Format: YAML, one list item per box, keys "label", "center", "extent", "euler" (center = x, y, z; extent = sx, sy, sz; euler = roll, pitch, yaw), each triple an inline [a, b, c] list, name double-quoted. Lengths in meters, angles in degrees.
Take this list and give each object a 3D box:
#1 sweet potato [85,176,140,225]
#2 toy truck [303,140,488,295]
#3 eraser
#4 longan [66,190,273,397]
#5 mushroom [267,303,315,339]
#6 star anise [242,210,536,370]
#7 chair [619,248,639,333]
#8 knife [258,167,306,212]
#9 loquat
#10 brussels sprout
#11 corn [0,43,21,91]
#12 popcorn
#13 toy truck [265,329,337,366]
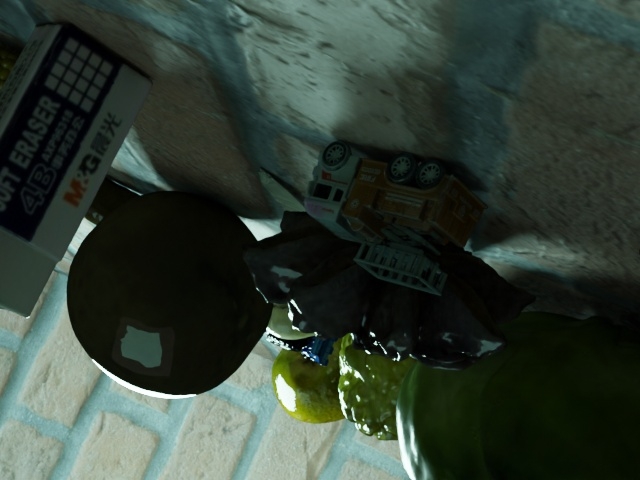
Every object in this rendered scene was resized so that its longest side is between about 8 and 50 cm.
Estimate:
- label: "sweet potato"
  center: [-0.314, -0.055, 1.969]
  extent: [0.285, 0.085, 0.112]
  euler: [35, 134, -5]
- label: "toy truck"
  center: [0.062, -0.025, 1.228]
  extent: [0.177, 0.115, 0.080]
  euler: [16, 167, 40]
- label: "eraser"
  center: [-0.299, -0.073, 1.284]
  extent: [0.130, 0.287, 0.086]
  euler: [32, 168, -36]
- label: "longan"
  center: [-0.218, 0.075, 1.797]
  extent: [0.318, 0.319, 0.319]
  euler: [22, 169, 5]
- label: "mushroom"
  center: [-0.045, 0.098, 2.035]
  extent: [0.154, 0.123, 0.154]
  euler: [-8, -169, 2]
- label: "star anise"
  center: [0.070, 0.053, 1.348]
  extent: [0.331, 0.118, 0.332]
  euler: [14, -166, -4]
- label: "chair"
  center: [0.391, 0.085, 1.165]
  extent: [0.212, 0.084, 0.101]
  euler: [30, 164, -32]
- label: "knife"
  center: [0.001, -0.002, 1.588]
  extent: [0.047, 0.017, 0.298]
  euler: [10, 149, 46]
- label: "loquat"
  center: [0.012, 0.271, 2.478]
  extent: [0.213, 0.213, 0.246]
  euler: [19, 167, 22]
- label: "brussels sprout"
  center: [0.291, 0.256, 1.416]
  extent: [0.425, 0.343, 0.361]
  euler: [4, 172, 18]
- label: "corn"
  center: [-0.439, -0.207, 1.437]
  extent: [0.310, 0.102, 0.101]
  euler: [25, 169, 1]
- label: "popcorn"
  center: [0.141, 0.205, 1.969]
  extent: [0.236, 0.206, 0.251]
  euler: [-3, -173, 36]
- label: "toy truck"
  center: [-0.045, 0.134, 2.194]
  extent: [0.208, 0.113, 0.126]
  euler: [26, 167, -18]
